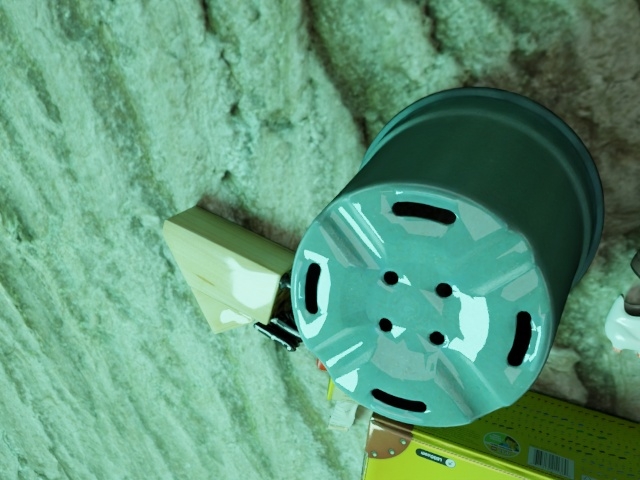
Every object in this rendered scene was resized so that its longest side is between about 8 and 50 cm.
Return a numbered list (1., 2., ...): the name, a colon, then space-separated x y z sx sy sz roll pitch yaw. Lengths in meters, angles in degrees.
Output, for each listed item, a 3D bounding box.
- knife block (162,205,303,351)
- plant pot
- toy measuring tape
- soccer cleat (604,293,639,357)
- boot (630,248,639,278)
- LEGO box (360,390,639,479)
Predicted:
1. knife block: -0.088 0.046 0.962 0.242 0.088 0.276 -21 99 28
2. plant pot: 0.146 0.016 0.707 0.341 0.334 0.341 8 113 20
3. toy measuring tape: 0.048 0.192 0.935 0.121 0.121 0.330 26 148 13
4. soccer cleat: 0.463 0.120 0.760 0.196 0.068 0.076 11 110 23
5. boot: 0.508 -0.009 0.525 0.377 0.138 0.284 29 116 35
6. LEGO box: 0.302 0.428 0.869 0.500 0.193 0.372 15 114 18
